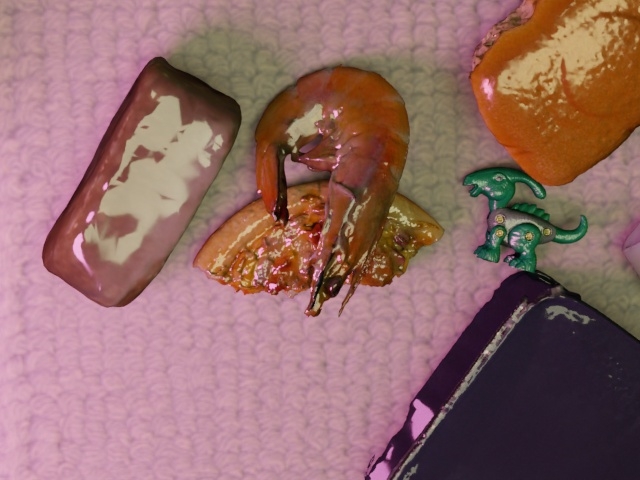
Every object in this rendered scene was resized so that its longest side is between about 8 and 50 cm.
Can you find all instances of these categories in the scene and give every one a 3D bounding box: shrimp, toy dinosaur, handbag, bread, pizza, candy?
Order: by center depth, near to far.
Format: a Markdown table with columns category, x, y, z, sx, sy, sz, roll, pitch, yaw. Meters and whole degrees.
| category | x | y | z | sx | sy | sz | roll | pitch | yaw |
| --- | --- | --- | --- | --- | --- | --- | --- | --- | --- |
| candy | -0.169 | -0.051 | 1.819 | 0.104 | 0.102 | 0.234 | 27 | 97 | -15 |
| shrimp | 0.007 | -0.050 | 1.830 | 0.150 | 0.068 | 0.249 | 2 | 73 | 11 |
| bread | 0.258 | -0.176 | 1.851 | 0.245 | 0.121 | 0.174 | -38 | 105 | -1 |
| pizza | 0.000 | 0.002 | 1.883 | 0.246 | 0.058 | 0.127 | 4 | 104 | -8 |
| toy dinosaur | 0.200 | -0.020 | 1.916 | 0.132 | 0.059 | 0.096 | 12 | 96 | -4 |
| handbag | 0.245 | 0.230 | 1.949 | 0.329 | 0.122 | 0.303 | 35 | 95 | -15 |

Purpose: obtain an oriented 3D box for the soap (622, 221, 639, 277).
| category | x | y | z | sx | sy | sz | roll | pitch | yaw |
| --- | --- | --- | --- | --- | --- | --- | --- | --- | --- |
| soap | 0.467 | -0.058 | 1.957 | 0.159 | 0.257 | 0.302 | 46 | 49 | -16 |
